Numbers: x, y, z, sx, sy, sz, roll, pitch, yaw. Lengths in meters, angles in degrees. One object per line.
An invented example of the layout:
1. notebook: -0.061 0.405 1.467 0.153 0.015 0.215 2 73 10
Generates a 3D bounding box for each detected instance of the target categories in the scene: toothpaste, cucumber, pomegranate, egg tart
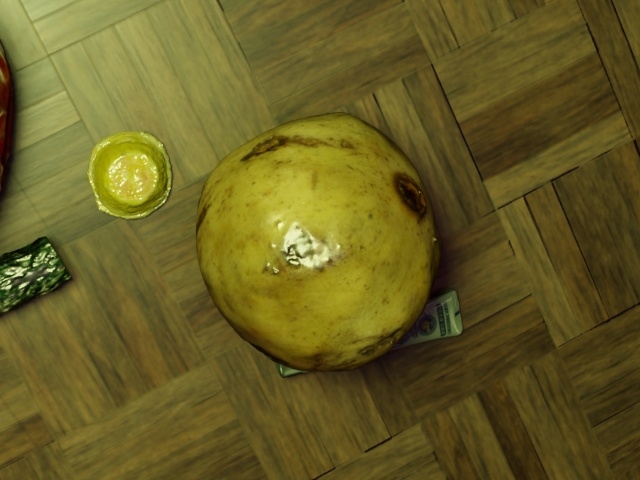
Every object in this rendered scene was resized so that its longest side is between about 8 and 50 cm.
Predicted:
1. toothpaste: 0.061 0.117 1.368 0.239 0.039 0.062 -15 106 -11
2. cucumber: -0.422 0.080 1.251 0.293 0.067 0.068 -25 103 -6
3. pomegranate: 0.000 0.000 1.224 0.281 0.281 0.281 -2 99 -11
4. egg tart: -0.215 -0.073 1.281 0.105 0.039 0.105 -2 99 -13

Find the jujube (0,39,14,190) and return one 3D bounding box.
1. jujube: -0.433 -0.104 1.155 0.223 0.223 0.318 4 105 -12
